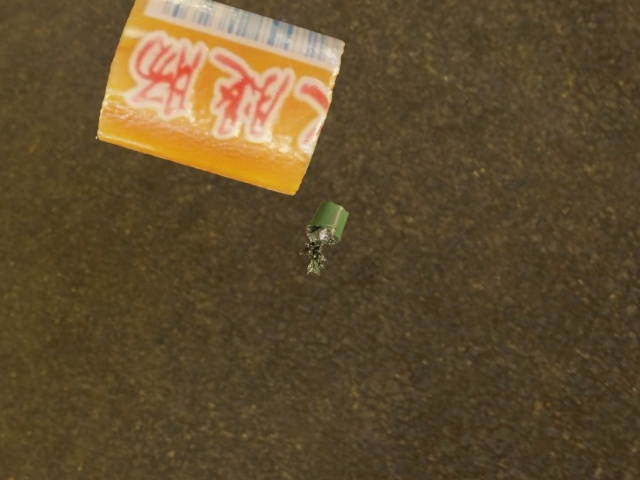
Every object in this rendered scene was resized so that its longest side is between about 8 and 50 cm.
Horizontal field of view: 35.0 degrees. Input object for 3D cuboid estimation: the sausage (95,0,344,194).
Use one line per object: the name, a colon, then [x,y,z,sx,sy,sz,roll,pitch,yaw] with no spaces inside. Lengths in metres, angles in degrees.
sausage: [-0.131,-0.203,1.379,0.233,0.287,0.233,-164,90,-82]

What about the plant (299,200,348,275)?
plant: [0.000,0.000,1.347,0.051,0.051,0.102,8,66,40]
